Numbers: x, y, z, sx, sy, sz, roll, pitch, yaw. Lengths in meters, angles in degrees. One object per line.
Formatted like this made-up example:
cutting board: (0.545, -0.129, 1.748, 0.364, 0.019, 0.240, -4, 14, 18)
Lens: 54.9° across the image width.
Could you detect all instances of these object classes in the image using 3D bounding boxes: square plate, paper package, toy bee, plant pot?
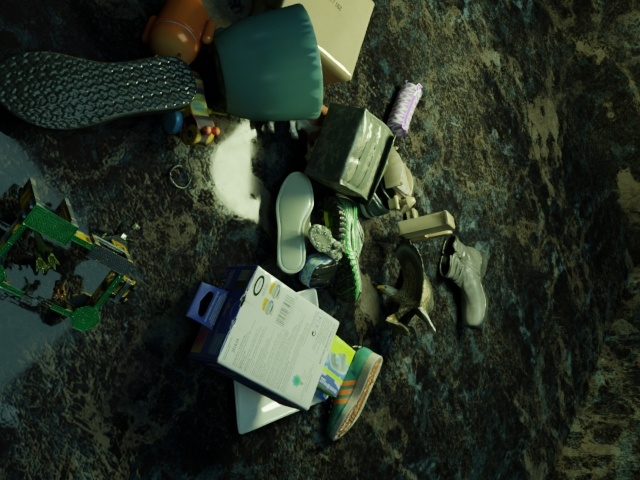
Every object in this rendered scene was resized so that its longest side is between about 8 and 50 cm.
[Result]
square plate: (-0.129, 0.336, 1.783, 0.344, 0.049, 0.348, -9, 94, -43)
paper package: (-0.022, -0.678, 1.864, 0.324, 0.168, 0.310, 31, 67, -39)
toy bee: (-0.312, -0.304, 1.572, 0.195, 0.162, 0.298, -33, 110, -42)
plant pot: (-0.147, -0.439, 1.585, 0.235, 0.293, 0.293, -13, 98, -12)

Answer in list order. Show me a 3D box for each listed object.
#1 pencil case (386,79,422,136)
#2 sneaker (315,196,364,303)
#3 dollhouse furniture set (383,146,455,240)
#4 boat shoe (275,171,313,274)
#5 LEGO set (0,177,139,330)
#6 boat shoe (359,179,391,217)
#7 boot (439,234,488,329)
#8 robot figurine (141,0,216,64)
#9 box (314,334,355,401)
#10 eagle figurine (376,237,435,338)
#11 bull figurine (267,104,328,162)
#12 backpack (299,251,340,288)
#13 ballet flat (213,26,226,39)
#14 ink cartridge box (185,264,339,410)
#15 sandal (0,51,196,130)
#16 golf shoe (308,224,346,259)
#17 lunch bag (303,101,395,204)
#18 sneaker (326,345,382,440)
pencil case: (0.304, -0.471, 2.214, 0.086, 0.088, 0.206, 36, 65, -34)
sneaker: (0.091, 0.029, 1.952, 0.146, 0.134, 0.344, -7, 92, -45)
dollhouse furniture set: (0.344, -0.198, 2.138, 0.303, 0.173, 0.356, 23, 57, -66)
boat shoe: (-0.082, -0.049, 1.822, 0.109, 0.091, 0.305, 5, 79, -4)
LEGO set: (-0.573, 0.024, 1.333, 0.331, 0.192, 0.255, 27, 99, -36)
boat shoe: (0.169, -0.233, 2.063, 0.116, 0.099, 0.320, -23, 104, -43)
boot: (0.543, 0.164, 2.402, 0.222, 0.118, 0.338, 22, 62, -38)
robot figurine: (-0.356, -0.525, 1.550, 0.158, 0.128, 0.220, 26, 53, -19)
box: (0.029, 0.388, 1.868, 0.109, 0.042, 0.178, 43, 60, -33)
eagle figurine: (0.307, 0.171, 2.115, 0.225, 0.226, 0.298, 32, 70, -15)
bull figurine: (-0.028, -0.359, 1.883, 0.310, 0.101, 0.189, 31, 69, -38)
backpack: (-0.012, 0.091, 1.870, 0.114, 0.084, 0.105, -8, 124, -49)
ballet flat: (-0.242, -0.492, 1.725, 0.067, 0.073, 0.206, -52, 129, -64)
ink cartridge box: (-0.161, 0.243, 1.622, 0.395, 0.151, 0.270, 39, 61, -35)
sandal: (-0.505, -0.331, 1.403, 0.445, 0.107, 0.168, -9, 90, -32)
golf shoe: (0.000, 0.000, 1.820, 0.069, 0.086, 0.176, -56, 140, -8)
lunch bag: (0.116, -0.249, 1.876, 0.287, 0.168, 0.235, 22, 88, -55)
sneaker: (0.081, 0.476, 1.949, 0.302, 0.121, 0.108, -63, 150, -4)
